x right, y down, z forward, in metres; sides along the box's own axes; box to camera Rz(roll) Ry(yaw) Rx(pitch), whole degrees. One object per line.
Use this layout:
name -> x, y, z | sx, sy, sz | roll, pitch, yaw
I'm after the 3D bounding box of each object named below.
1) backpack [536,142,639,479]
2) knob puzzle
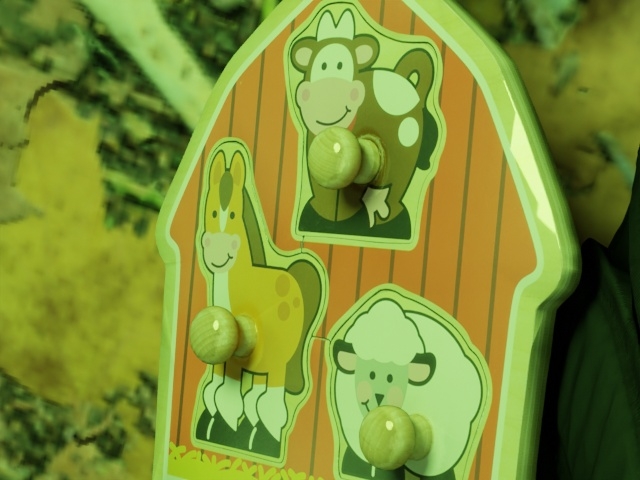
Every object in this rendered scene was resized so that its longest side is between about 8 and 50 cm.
backpack -> 0.175, 0.074, 0.395 | 0.273, 0.355, 0.290 | 26, 110, 5
knob puzzle -> 0.000, 0.000, 0.537 | 0.213, 0.030, 0.213 | -7, 81, 49
